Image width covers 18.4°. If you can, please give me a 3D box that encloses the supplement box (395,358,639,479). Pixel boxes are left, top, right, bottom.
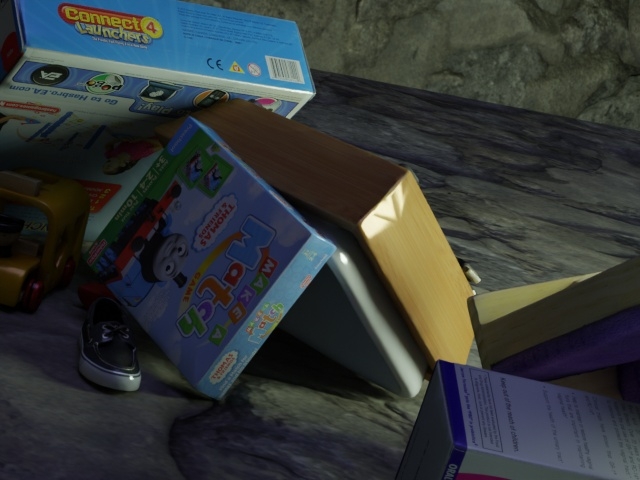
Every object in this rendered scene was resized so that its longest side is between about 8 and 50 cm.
[{"bbox_3d":[0.176,0.178,1.391,0.220,0.111,0.114,12,28,-9],"label":"supplement box"}]

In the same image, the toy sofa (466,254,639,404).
[{"bbox_3d":[0.259,0.079,1.478,0.150,0.177,0.362,-10,-9,-22],"label":"toy sofa"}]

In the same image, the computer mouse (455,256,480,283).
[{"bbox_3d":[0.081,0.040,2.070,0.184,0.060,0.262,9,2,-7],"label":"computer mouse"}]

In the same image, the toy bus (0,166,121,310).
[{"bbox_3d":[-0.274,-0.009,1.757,0.191,0.104,0.202,4,16,-39],"label":"toy bus"}]

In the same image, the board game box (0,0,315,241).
[{"bbox_3d":[-0.216,-0.113,1.882,0.308,0.302,0.086,6,58,-35],"label":"board game box"}]

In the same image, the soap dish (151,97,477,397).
[{"bbox_3d":[0.000,0.000,1.776,0.291,0.118,0.229,26,-25,45],"label":"soap dish"}]

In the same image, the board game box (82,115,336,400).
[{"bbox_3d":[-0.098,0.011,1.662,0.039,0.160,0.211,31,8,-45],"label":"board game box"}]

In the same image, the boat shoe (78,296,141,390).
[{"bbox_3d":[-0.173,0.084,1.615,0.049,0.040,0.142,11,13,-17],"label":"boat shoe"}]
